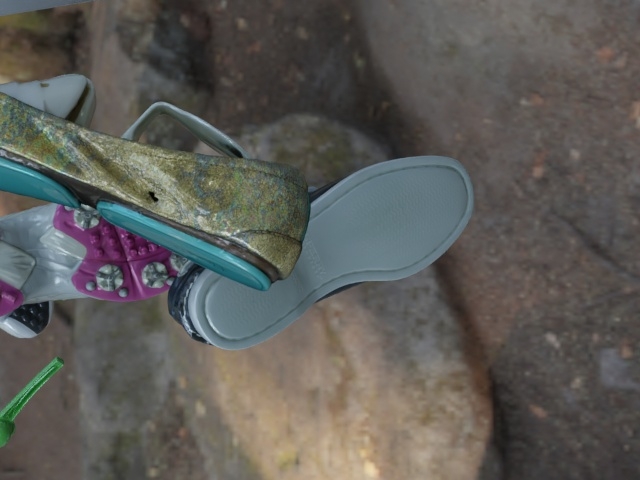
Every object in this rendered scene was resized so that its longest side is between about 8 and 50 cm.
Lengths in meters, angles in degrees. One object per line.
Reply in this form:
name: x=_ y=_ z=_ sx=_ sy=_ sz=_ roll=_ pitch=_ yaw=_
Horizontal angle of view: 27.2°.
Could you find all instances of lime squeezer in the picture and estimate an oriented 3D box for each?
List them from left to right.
lime squeezer: x=-0.446 y=0.285 z=1.773 sx=0.310 sy=0.059 sz=0.110 roll=-64 pitch=21 yaw=-10

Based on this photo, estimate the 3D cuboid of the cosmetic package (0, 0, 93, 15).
cosmetic package: x=-0.342 y=-0.317 z=1.420 sx=0.107 sy=0.238 sz=0.127 roll=36 pitch=127 yaw=29

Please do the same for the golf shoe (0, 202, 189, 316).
golf shoe: x=-0.258 y=0.008 z=1.288 sx=0.140 sy=0.306 sz=0.115 roll=-164 pitch=67 yaw=-72

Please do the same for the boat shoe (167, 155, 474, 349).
boat shoe: x=0.000 y=0.000 z=1.194 sx=0.091 sy=0.302 sz=0.114 roll=12 pitch=120 yaw=61

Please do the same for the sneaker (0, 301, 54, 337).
sneaker: x=-0.472 y=0.023 z=1.781 sx=0.292 sy=0.110 sz=0.118 roll=46 pitch=145 yaw=8

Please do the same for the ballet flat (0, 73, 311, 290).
ballet flat: x=-0.171 y=-0.067 z=1.041 sx=0.123 sy=0.348 sz=0.123 roll=20 pitch=-90 yaw=-86
